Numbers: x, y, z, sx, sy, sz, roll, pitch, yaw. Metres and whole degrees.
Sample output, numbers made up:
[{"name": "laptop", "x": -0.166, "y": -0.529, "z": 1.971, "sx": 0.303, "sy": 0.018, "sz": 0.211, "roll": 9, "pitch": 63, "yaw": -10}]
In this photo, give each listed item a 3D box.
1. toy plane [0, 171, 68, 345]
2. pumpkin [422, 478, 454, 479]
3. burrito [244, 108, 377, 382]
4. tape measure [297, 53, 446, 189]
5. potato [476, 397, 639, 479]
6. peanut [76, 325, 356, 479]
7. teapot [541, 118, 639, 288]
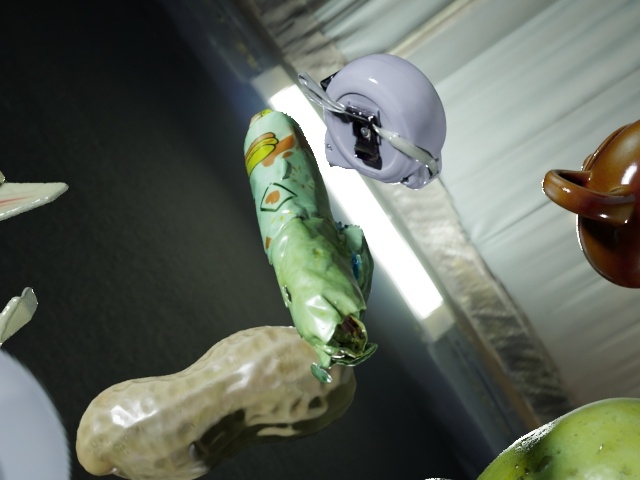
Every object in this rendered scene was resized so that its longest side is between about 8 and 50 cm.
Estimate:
[{"name": "toy plane", "x": -0.265, "y": 0.036, "z": 0.601, "sx": 0.242, "sy": 0.256, "sz": 0.104, "roll": 24, "pitch": 157, "yaw": 39}, {"name": "pumpkin", "x": 0.093, "y": 0.369, "z": 1.182, "sx": 0.248, "sy": 0.248, "sz": 0.248, "roll": 44, "pitch": -155, "yaw": -28}, {"name": "burrito", "x": 0.000, "y": 0.000, "z": 0.853, "sx": 0.104, "sy": 0.054, "sz": 0.288, "roll": 31, "pitch": -154, "yaw": -32}, {"name": "tape measure", "x": 0.075, "y": -0.161, "z": 1.479, "sx": 0.105, "sy": 0.196, "sz": 0.178, "roll": -34, "pitch": -55, "yaw": -33}, {"name": "potato", "x": 0.231, "y": 0.272, "z": 0.971, "sx": 0.216, "sy": 0.304, "sz": 0.216, "roll": 38, "pitch": -167, "yaw": -11}, {"name": "peanut", "x": -0.112, "y": 0.171, "z": 1.149, "sx": 0.136, "sy": 0.298, "sz": 0.120, "roll": -120, "pitch": 14, "yaw": -55}, {"name": "teapot", "x": 0.290, "y": -0.046, "z": 1.033, "sx": 0.252, "sy": 0.178, "sz": 0.135, "roll": -1, "pitch": -156, "yaw": -42}]
